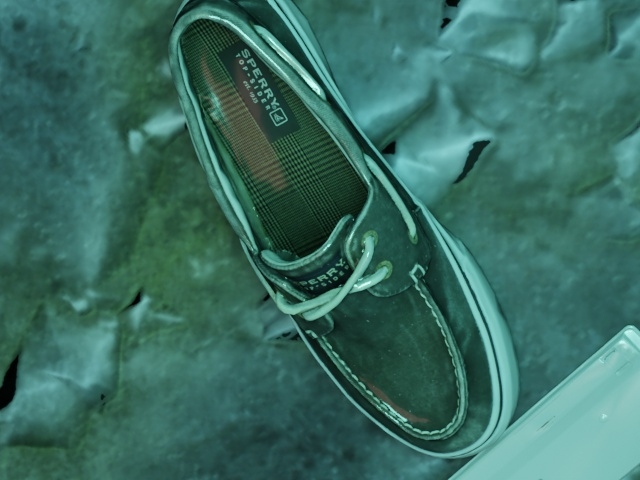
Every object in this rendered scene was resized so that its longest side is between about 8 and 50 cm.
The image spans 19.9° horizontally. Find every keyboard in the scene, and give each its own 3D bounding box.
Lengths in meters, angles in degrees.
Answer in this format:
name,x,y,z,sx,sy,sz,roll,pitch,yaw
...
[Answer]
name,x,y,z,sx,sy,sz,roll,pitch,yaw
keyboard,0.130,0.159,1.166,0.072,0.014,0.256,43,112,-7

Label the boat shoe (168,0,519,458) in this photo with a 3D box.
name,x,y,z,sx,sy,sz,roll,pitch,yaw
boat shoe,0.000,0.000,1.091,0.121,0.119,0.335,-32,96,20
